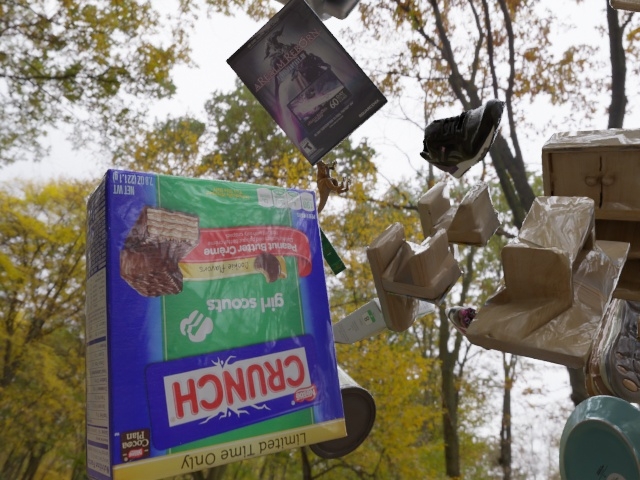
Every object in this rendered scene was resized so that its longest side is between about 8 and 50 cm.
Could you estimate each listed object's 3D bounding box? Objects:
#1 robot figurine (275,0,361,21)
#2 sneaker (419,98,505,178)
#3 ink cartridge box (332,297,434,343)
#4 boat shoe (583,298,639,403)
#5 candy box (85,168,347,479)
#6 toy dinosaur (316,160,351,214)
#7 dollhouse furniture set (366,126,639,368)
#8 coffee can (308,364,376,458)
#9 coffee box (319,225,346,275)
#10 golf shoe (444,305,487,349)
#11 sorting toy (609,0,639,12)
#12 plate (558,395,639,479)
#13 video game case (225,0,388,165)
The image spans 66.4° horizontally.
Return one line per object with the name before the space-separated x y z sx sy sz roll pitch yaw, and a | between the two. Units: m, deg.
robot figurine | -0.051 -0.692 1.238 0.353 0.199 0.300 36 -10 22
sneaker | 0.283 -0.217 1.038 0.124 0.107 0.283 22 -14 1
ink cartridge box | 0.079 0.169 0.920 0.225 0.056 0.181 -40 -22 32
boat shoe | 0.543 0.150 0.856 0.123 0.324 0.116 40 -30 14
candy box | -0.126 0.093 0.584 0.268 0.317 0.122 2 -15 -34
toy dinosaur | 0.014 -0.133 1.201 0.112 0.064 0.211 9 -63 20
dollhouse furniture set | 0.331 0.045 0.635 0.362 0.394 0.256 6 -56 41
coffee can | -0.005 0.426 1.343 0.201 0.201 0.275 40 -6 -31
coffee box | 0.000 0.000 1.340 0.040 0.113 0.184 -34 -74 -2
golf shoe | 0.421 0.241 1.369 0.186 0.067 0.086 45 -23 -26
sorting toy | 0.639 -0.430 0.883 0.193 0.208 0.038 24 -53 25
plate | 0.362 0.294 0.621 0.024 0.188 0.188 10 -34 -13
video game case | -0.028 -0.315 0.969 0.196 0.026 0.274 -40 -89 8
